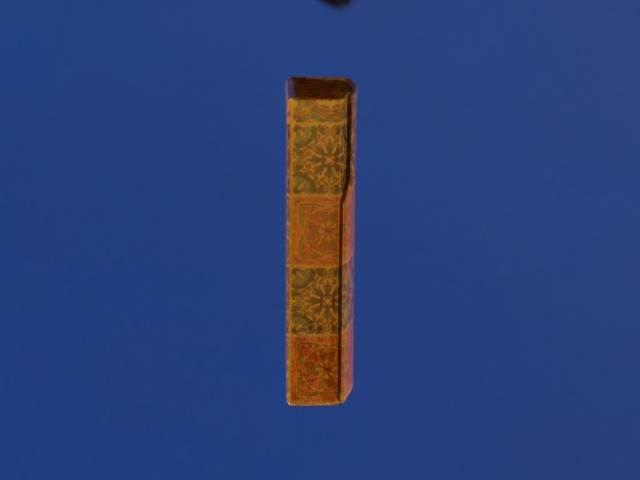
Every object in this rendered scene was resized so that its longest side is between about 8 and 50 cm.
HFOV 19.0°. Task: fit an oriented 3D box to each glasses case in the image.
[{"bbox_3d":[0.000,0.000,1.330,0.049,0.218,0.075,0,-164,-2],"label":"glasses case"}]
